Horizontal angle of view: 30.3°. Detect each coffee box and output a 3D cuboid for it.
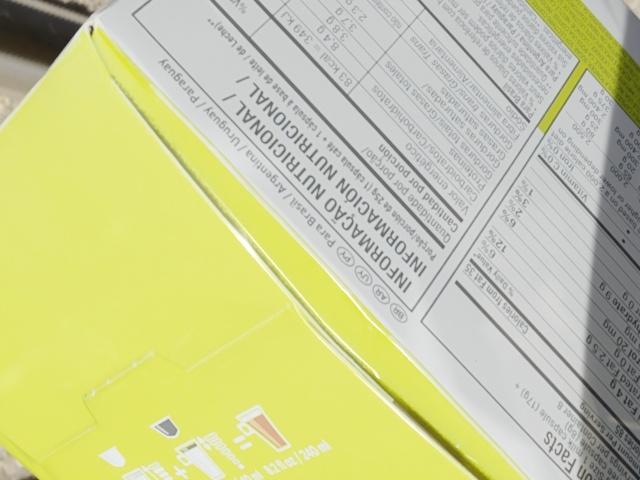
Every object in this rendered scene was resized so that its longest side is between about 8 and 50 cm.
[{"bbox_3d":[0.000,0.000,0.711,0.337,0.338,0.334,-34,-166,47],"label":"coffee box"}]
